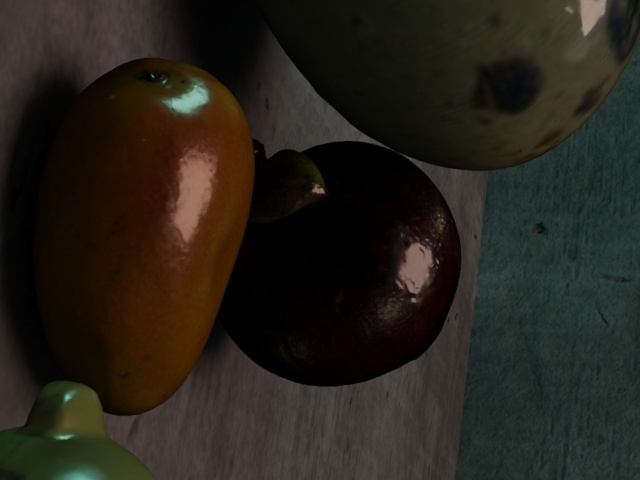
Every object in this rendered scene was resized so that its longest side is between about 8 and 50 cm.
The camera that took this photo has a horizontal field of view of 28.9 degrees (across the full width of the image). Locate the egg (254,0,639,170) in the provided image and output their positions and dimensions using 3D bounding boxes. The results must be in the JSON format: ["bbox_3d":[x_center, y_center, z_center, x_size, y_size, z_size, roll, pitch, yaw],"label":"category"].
[{"bbox_3d":[0.101,-0.266,0.993,0.345,0.345,0.428,33,37,-73],"label":"egg"}]

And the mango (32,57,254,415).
[{"bbox_3d":[-0.110,-0.001,0.756,0.151,0.120,0.221,24,78,-75],"label":"mango"}]

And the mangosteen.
[{"bbox_3d":[0.008,0.009,1.014,0.216,0.216,0.216,4,90,-75],"label":"mangosteen"}]

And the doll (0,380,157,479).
[{"bbox_3d":[-0.141,0.213,0.617,0.177,0.161,0.260,-61,153,-54],"label":"doll"}]
